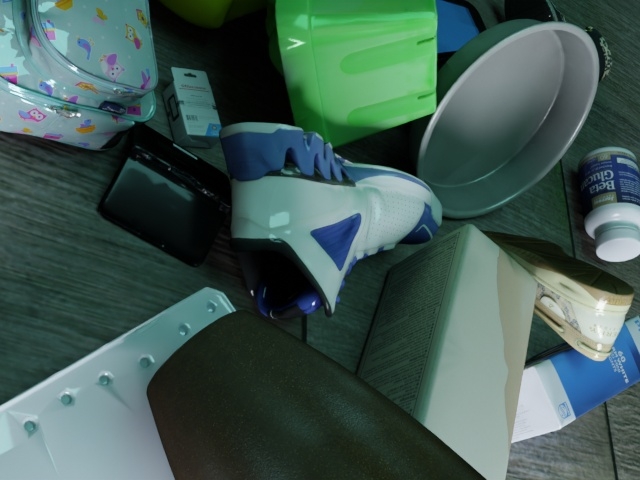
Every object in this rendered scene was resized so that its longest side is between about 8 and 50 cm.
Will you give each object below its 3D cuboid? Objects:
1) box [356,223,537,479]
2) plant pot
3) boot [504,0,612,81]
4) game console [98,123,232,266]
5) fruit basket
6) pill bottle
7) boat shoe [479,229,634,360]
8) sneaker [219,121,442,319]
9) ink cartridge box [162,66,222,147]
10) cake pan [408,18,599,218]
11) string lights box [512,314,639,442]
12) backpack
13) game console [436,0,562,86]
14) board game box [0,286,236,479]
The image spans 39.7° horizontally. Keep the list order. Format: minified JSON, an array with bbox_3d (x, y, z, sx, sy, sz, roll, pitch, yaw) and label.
[{"bbox_3d":[0.125,0.149,0.953,0.121,0.148,0.311,38,48,-19],"label":"box"},{"bbox_3d":[-0.026,0.175,0.700,0.230,0.215,0.215,47,42,15],"label":"plant pot"},{"bbox_3d":[0.416,-0.354,1.539,0.178,0.085,0.236,-34,97,-48],"label":"boot"},{"bbox_3d":[-0.158,-0.049,0.913,0.122,0.071,0.107,32,19,-25],"label":"game console"},{"bbox_3d":[-0.055,-0.306,1.029,0.392,0.283,0.392,-3,61,5],"label":"fruit basket"},{"bbox_3d":[0.461,-0.056,1.398,0.094,0.094,0.169,24,52,-30],"label":"pill bottle"},{"bbox_3d":[0.265,0.054,1.094,0.104,0.285,0.089,5,105,-20],"label":"boat shoe"},{"bbox_3d":[-0.001,0.000,0.956,0.315,0.127,0.182,16,79,-51],"label":"sneaker"},{"bbox_3d":[-0.141,-0.145,0.969,0.048,0.028,0.083,0,67,-41],"label":"ink cartridge box"},{"bbox_3d":[0.232,-0.159,1.149,0.293,0.293,0.054,1,37,-41],"label":"cake pan"},{"bbox_3d":[0.296,0.174,1.094,0.259,0.133,0.077,-13,77,-45],"label":"string lights box"},{"bbox_3d":[-0.249,-0.180,0.817,0.188,0.144,0.166,3,70,-37],"label":"backpack"},{"bbox_3d":[0.219,-0.303,1.282,0.293,0.250,0.173,0,93,-41],"label":"game console"},{"bbox_3d":[-0.117,0.278,0.719,0.390,0.050,0.390,-31,85,-46],"label":"board game box"}]
